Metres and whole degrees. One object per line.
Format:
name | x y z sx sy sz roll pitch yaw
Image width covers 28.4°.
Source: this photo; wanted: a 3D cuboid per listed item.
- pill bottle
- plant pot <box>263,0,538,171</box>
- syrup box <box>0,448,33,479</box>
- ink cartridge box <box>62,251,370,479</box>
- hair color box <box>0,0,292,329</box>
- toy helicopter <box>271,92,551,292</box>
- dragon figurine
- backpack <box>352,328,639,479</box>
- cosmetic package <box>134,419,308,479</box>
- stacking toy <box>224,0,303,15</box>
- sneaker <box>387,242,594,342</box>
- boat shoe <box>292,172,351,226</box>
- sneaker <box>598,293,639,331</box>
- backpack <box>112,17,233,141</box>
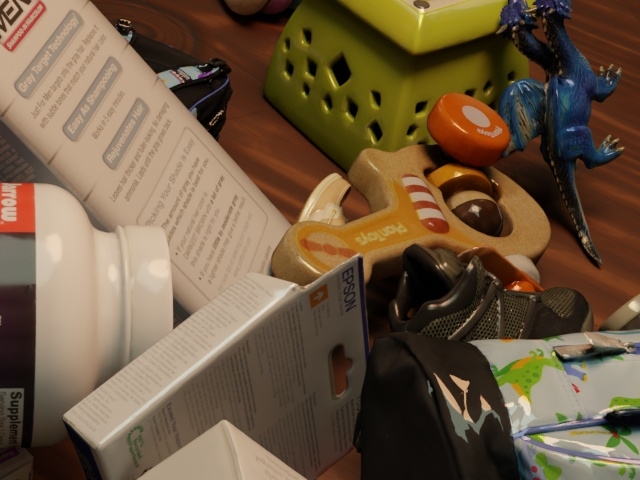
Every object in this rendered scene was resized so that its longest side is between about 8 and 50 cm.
pill bottle | -0.267 0.050 0.846 0.322 0.182 0.182 0 40 -15
plant pot | 0.096 -0.214 1.397 0.227 0.207 0.228 -21 48 -34
syrup box | -0.316 0.138 0.947 0.096 0.093 0.237 -23 50 -36
ink cartridge box | -0.059 0.128 0.886 0.224 0.223 0.045 -36 54 -25
hair color box | -0.178 -0.044 1.021 0.374 0.113 0.185 49 32 -22
toy helicopter | 0.096 0.006 1.154 0.235 0.140 0.355 47 37 20
dragon figurine | 0.239 -0.124 1.312 0.144 0.289 0.085 7 -3 -41
backpack | 0.227 0.195 0.842 0.355 0.290 0.273 -5 15 -27
cosmetic package | -0.070 0.241 0.776 0.183 0.151 0.151 -35 43 12
stacking toy | 0.040 -0.353 1.628 0.330 0.141 0.141 -2 40 -28
sneaker | 0.142 0.053 1.045 0.227 0.130 0.087 -18 14 -36
boat shoe | 0.000 0.000 1.231 0.059 0.063 0.170 25 46 6
sneaker | 0.363 0.094 1.209 0.222 0.083 0.118 -20 67 -42
backpack | -0.194 -0.128 1.285 0.158 0.117 0.173 25 40 15
